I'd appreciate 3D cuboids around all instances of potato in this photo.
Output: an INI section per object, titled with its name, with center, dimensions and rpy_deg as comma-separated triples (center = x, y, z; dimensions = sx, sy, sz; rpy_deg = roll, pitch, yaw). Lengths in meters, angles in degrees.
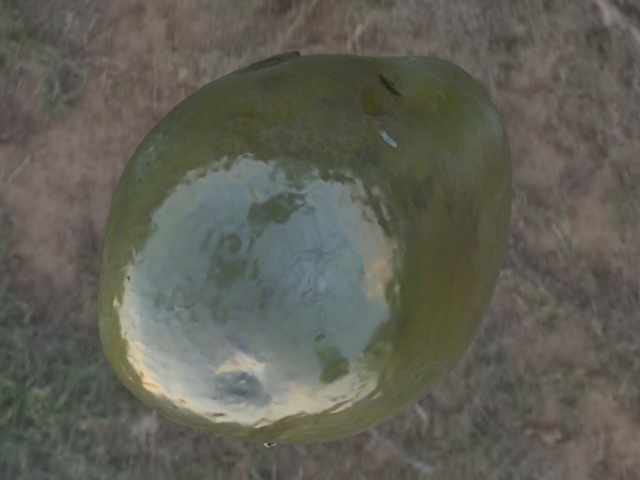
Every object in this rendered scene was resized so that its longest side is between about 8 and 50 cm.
[potato]
center = 0.000, 0.000, 0.745
dimensions = 0.160, 0.235, 0.178
rpy_deg = 34, 144, 27
